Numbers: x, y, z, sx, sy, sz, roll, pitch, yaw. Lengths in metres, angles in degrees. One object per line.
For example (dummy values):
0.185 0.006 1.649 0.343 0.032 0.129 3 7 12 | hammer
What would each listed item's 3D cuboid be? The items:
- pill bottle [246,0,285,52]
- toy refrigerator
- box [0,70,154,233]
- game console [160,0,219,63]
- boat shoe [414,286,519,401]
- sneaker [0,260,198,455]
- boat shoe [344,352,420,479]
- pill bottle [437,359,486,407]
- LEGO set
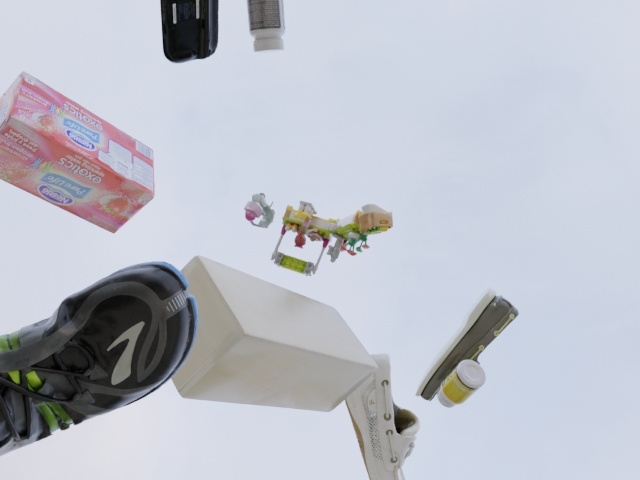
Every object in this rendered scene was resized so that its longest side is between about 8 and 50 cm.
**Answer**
-0.113 -0.466 1.320 0.078 0.078 0.137 0 -76 15 | pill bottle
-0.054 0.113 0.670 0.094 0.269 0.102 -44 -122 10 | toy refrigerator
-0.485 -0.161 1.229 0.142 0.154 0.300 -37 -45 23 | box
-0.223 -0.446 1.005 0.044 0.213 0.361 54 -31 35 | game console
0.330 0.252 1.440 0.091 0.109 0.305 36 -86 8 | boat shoe
-0.143 0.073 0.311 0.188 0.078 0.067 -27 -88 4 | sneaker
0.107 0.294 0.963 0.096 0.098 0.277 -16 -67 6 | boat shoe
0.295 0.308 1.339 0.065 0.065 0.116 31 -46 4 | pill bottle
0.000 0.000 1.073 0.287 0.132 0.107 10 -111 35 | LEGO set
